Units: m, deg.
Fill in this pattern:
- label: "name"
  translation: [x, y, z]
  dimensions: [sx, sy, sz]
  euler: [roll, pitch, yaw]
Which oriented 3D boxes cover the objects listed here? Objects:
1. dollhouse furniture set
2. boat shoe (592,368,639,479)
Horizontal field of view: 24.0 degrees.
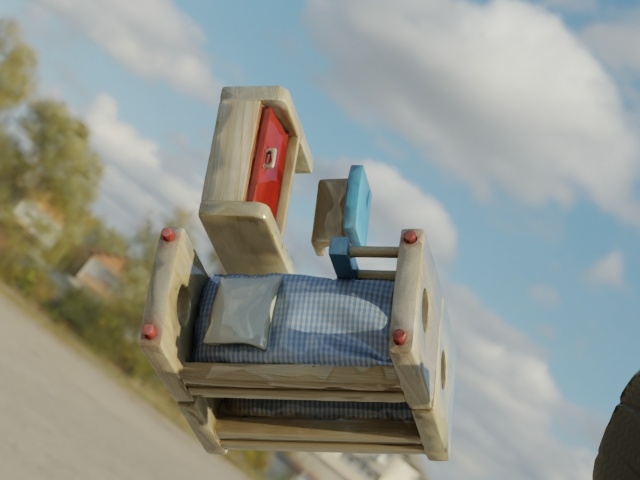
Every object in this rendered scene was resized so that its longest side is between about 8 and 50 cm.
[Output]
- label: "dollhouse furniture set"
  translation: [0.000, 0.000, 0.761]
  dimensions: [0.129, 0.183, 0.129]
  euler: [0, -31, 13]
- label: "boat shoe"
  translation: [0.262, 0.148, 0.583]
  dimensions: [0.324, 0.122, 0.120]
  euler: [31, 22, 27]
